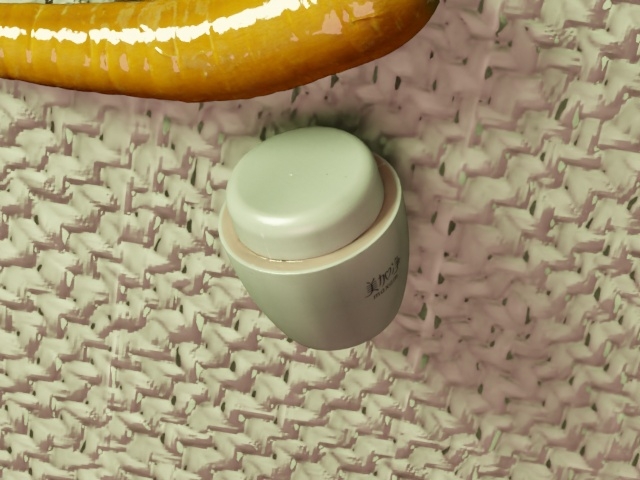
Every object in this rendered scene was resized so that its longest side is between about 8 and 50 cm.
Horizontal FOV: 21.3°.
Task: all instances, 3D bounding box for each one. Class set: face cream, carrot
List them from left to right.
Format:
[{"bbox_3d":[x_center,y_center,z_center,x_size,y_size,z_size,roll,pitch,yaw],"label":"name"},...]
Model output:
[{"bbox_3d":[-0.068,-0.094,0.796,0.271,0.062,0.066,-9,158,18],"label":"carrot"},{"bbox_3d":[0.000,0.000,0.834,0.091,0.091,0.095,-8,133,12],"label":"face cream"}]
